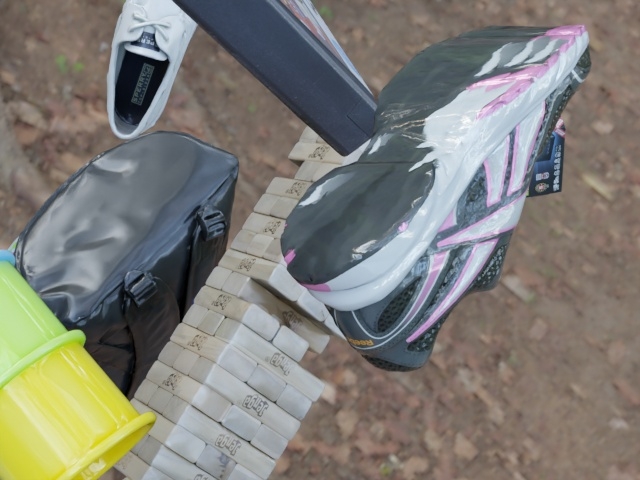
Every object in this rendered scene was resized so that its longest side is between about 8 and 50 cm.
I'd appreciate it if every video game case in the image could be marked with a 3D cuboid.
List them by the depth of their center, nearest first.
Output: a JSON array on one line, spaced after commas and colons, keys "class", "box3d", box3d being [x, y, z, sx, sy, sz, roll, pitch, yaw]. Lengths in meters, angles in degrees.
[{"class": "video game case", "box3d": [-0.089, -0.190, 0.647, 0.275, 0.035, 0.248, 39, 18, -52]}]

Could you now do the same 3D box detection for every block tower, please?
[{"class": "block tower", "box3d": [-0.037, 0.062, 0.981, 0.091, 0.097, 0.335, 37, 79, -27]}]

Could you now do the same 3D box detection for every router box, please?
[{"class": "router box", "box3d": [0.276, -0.111, 1.748, 0.092, 0.122, 0.038, -10, 45, -2]}]

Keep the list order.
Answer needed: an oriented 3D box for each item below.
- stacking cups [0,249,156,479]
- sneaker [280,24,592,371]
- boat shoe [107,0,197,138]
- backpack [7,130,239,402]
[{"class": "stacking cups", "box3d": [-0.230, 0.013, 0.739, 0.316, 0.096, 0.096, 49, 41, 5]}, {"class": "sneaker", "box3d": [0.053, -0.020, 0.527, 0.072, 0.077, 0.178, 13, 48, 43]}, {"class": "boat shoe", "box3d": [-0.207, -0.248, 1.590, 0.096, 0.267, 0.088, 21, 26, -6]}, {"class": "backpack", "box3d": [-0.240, 0.069, 1.499, 0.273, 0.355, 0.290, 25, 56, 24]}]
